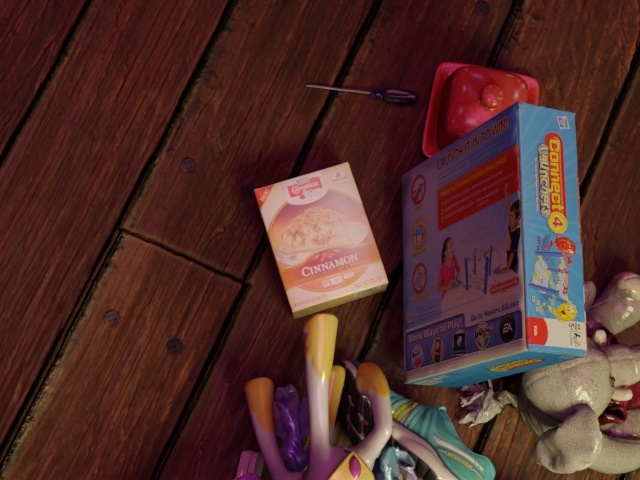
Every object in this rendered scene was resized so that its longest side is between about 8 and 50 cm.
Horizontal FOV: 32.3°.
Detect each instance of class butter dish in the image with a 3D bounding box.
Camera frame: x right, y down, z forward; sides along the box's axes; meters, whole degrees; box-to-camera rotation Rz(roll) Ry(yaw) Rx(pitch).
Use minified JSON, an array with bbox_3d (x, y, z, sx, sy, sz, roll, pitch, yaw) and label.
[{"bbox_3d":[0.240,-0.192,1.601,0.160,0.118,0.160,11,78,1],"label":"butter dish"}]

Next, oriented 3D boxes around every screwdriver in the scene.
[{"bbox_3d":[0.062,-0.222,1.659,0.170,0.025,0.024,6,77,9],"label":"screwdriver"}]

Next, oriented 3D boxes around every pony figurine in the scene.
[{"bbox_3d":[-0.017,0.325,1.372,0.302,0.351,0.363,12,53,-26],"label":"pony figurine"}]

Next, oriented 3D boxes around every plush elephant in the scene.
[{"bbox_3d":[0.351,0.176,1.446,0.330,0.255,0.272,-12,77,-4],"label":"plush elephant"}]

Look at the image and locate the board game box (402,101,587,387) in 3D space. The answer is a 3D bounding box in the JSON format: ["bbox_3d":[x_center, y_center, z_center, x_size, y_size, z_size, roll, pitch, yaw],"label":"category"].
[{"bbox_3d":[0.211,0.019,1.419,0.086,0.308,0.302,7,74,-22],"label":"board game box"}]

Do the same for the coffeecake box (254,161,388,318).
[{"bbox_3d":[0.000,0.000,1.576,0.142,0.068,0.185,-17,77,-4],"label":"coffeecake box"}]

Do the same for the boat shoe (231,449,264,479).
[{"bbox_3d":[-0.107,0.336,1.515,0.035,0.035,0.100,7,79,29],"label":"boat shoe"}]

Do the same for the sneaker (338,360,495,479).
[{"bbox_3d":[0.117,0.256,1.476,0.110,0.107,0.275,-20,44,-31],"label":"sneaker"}]
